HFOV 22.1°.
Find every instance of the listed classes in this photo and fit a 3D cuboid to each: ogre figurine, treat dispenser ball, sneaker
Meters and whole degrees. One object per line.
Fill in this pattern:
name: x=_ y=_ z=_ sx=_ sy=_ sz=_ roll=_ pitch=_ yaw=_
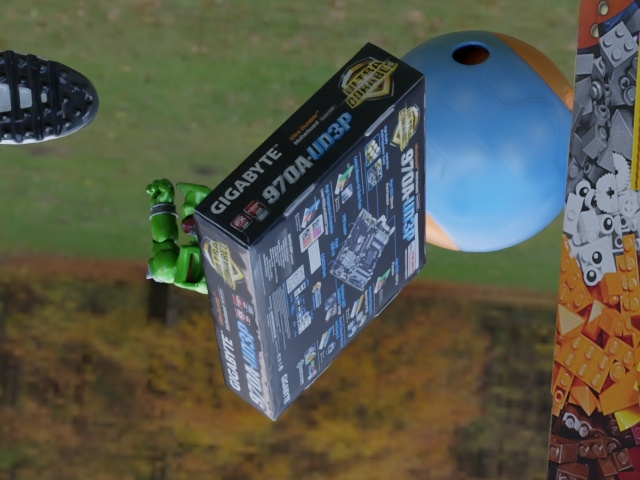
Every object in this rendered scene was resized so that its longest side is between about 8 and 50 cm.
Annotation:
ogre figurine: x=-0.124 y=0.002 z=1.820 sx=0.197 sy=0.118 sz=0.097 roll=17 pitch=174 yaw=11
treat dispenser ball: x=0.199 y=-0.129 z=2.129 sx=0.288 sy=0.288 sz=0.288 roll=4 pitch=176 yaw=0
sneaker: x=-0.299 y=-0.116 z=1.366 sx=0.234 sy=0.078 sz=0.106 roll=-4 pitch=-176 yaw=-1

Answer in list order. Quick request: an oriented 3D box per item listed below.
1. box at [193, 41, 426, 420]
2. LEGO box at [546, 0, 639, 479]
box: x=0.000 y=0.000 z=1.106 sx=0.051 sy=0.175 sz=0.220 roll=34 pitch=154 yaw=24
LEGO box: x=0.374 y=0.023 z=0.981 sx=0.500 sy=0.372 sz=0.193 roll=2 pitch=-177 yaw=-40
